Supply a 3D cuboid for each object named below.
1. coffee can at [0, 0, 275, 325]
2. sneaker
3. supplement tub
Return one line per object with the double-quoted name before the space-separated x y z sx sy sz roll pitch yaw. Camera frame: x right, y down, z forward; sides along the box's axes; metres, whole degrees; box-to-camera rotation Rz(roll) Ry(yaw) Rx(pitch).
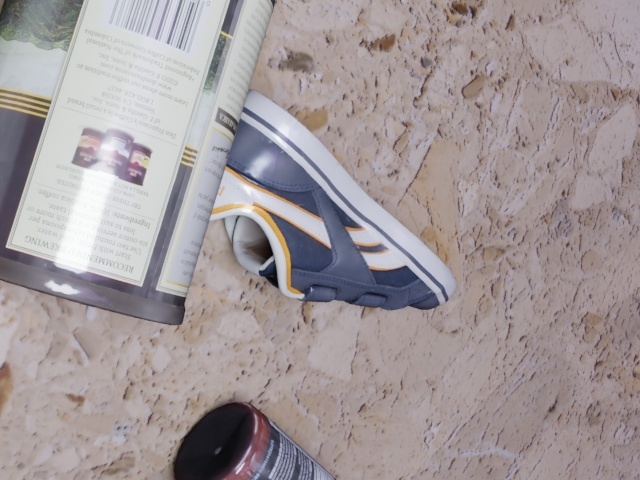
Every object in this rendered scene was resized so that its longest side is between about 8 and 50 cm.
"coffee can" -0.163 -0.094 0.817 0.201 0.201 0.276 20 85 -35
"sneaker" 0.000 0.000 0.994 0.127 0.126 0.321 -53 128 -4
"supplement tub" -0.041 0.247 1.009 0.106 0.106 0.198 -53 122 -17
